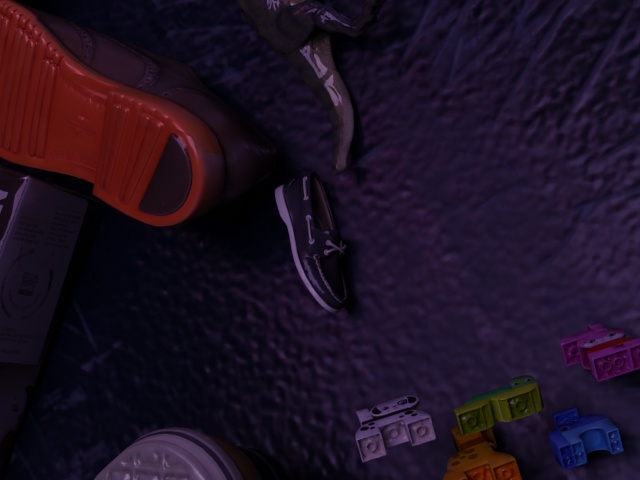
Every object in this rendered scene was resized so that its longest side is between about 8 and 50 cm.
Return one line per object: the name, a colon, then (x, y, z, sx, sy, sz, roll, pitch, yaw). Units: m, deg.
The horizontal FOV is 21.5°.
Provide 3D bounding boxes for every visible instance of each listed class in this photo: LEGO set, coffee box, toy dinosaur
LEGO set: (0.136, 0.134, 1.266, 0.227, 0.093, 0.087, -17, 106, -5)
coffee box: (-0.335, 0.070, 1.494, 0.168, 0.119, 0.297, 20, 87, 30)
toy dinosaur: (-0.007, -0.193, 1.433, 0.118, 0.064, 0.268, -39, 69, 17)

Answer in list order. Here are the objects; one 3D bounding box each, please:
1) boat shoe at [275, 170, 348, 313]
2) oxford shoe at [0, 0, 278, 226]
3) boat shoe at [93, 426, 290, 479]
boat shoe: (0.000, 0.000, 1.389, 0.038, 0.046, 0.125, -32, 58, 22)
oxford shoe: (-0.196, -0.121, 1.471, 0.364, 0.133, 0.130, 34, 120, 28)
boat shoe: (-0.196, 0.335, 1.350, 0.500, 0.156, 0.187, -49, 67, 21)
